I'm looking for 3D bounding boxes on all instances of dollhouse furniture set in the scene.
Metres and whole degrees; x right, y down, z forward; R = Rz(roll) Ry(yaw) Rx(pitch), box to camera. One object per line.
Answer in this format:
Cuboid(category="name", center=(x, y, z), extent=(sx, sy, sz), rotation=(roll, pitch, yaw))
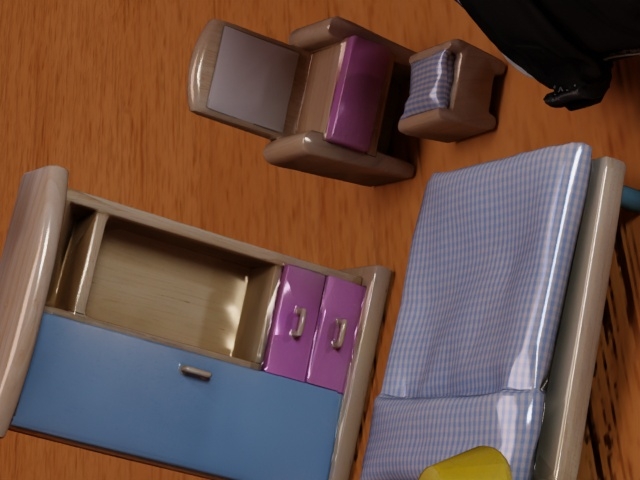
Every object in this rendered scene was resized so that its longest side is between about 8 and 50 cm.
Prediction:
Cuboid(category="dollhouse furniture set", center=(0.000, 0.000, 0.848), extent=(0.303, 0.198, 0.286), rotation=(-9, 66, 61))

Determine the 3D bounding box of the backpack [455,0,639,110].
Cuboid(category="backpack", center=(0.087, -0.206, 0.747), extent=(0.191, 0.253, 0.225), rotation=(-59, 20, -19))
